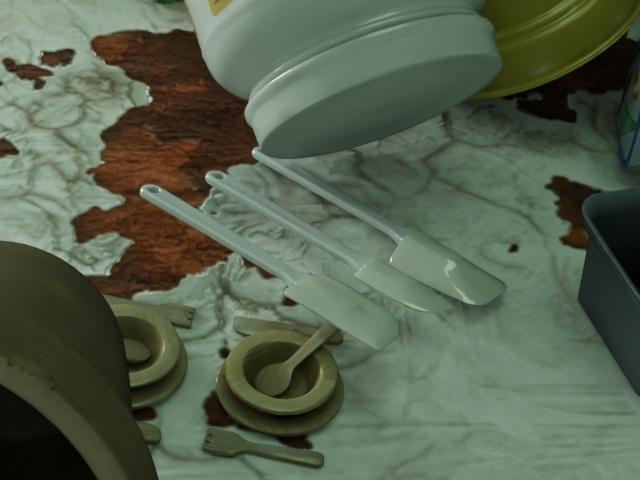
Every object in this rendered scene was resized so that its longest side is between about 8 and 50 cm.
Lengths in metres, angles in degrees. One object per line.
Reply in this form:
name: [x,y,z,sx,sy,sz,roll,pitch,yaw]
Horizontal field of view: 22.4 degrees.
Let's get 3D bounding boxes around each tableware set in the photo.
tableware set: [-0.079,0.079,1.080,0.194,0.039,0.128,9,42,1]

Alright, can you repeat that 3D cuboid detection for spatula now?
spatula: [0.000,0.000,1.177,0.242,0.019,0.168,30,36,30]

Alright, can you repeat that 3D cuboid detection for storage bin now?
storage bin: [0.239,0.039,1.133,0.098,0.091,0.135,-9,45,-18]

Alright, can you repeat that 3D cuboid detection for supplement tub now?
supplement tub: [-0.005,-0.242,1.229,0.228,0.228,0.316,-15,80,-23]

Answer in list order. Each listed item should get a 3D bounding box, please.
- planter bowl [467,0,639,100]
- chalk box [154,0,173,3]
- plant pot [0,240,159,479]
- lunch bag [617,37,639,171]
planter bowl: [0.155,-0.216,1.331,0.217,0.090,0.217,-20,34,14]
chalk box: [-0.120,-0.304,1.431,0.213,0.132,0.132,-18,49,-25]
plant pot: [-0.200,0.110,0.902,0.263,0.263,0.229,10,24,3]
lunch bag: [0.323,-0.198,1.294,0.115,0.243,0.303,14,41,7]
